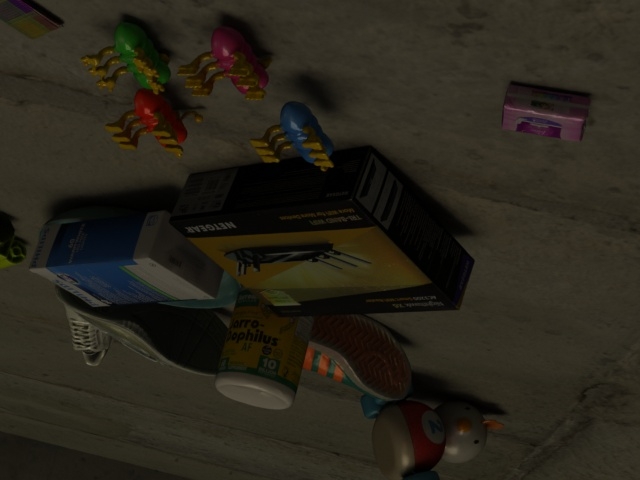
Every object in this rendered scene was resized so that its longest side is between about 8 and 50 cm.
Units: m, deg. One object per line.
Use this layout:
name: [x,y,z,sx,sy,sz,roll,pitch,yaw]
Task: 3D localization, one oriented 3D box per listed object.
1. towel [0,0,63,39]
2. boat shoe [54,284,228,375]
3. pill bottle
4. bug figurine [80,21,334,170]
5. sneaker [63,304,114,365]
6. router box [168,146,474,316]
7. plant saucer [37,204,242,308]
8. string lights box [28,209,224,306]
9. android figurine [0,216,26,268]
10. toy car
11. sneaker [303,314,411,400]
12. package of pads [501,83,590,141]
towel: [-0.319,-0.241,1.298,0.060,0.009,0.083,-8,148,45]
boat shoe: [-0.292,0.133,2.055,0.320,0.118,0.103,25,162,-14]
pill bottle: [-0.072,0.126,1.760,0.118,0.208,0.117,13,159,5]
bug figurine: [-0.116,-0.151,1.307,0.279,0.072,0.216,8,152,27]
sneaker: [-0.409,0.146,2.178,0.090,0.095,0.235,12,157,10]
router box: [0.000,0.000,1.549,0.309,0.081,0.243,-6,143,41]
plant saucer: [-0.266,0.022,1.857,0.318,0.043,0.317,13,158,5]
string lights box: [-0.271,0.030,1.720,0.260,0.076,0.133,-5,150,40]
android figurine: [-0.602,-0.011,1.968,0.248,0.056,0.273,27,154,-30]
toy car: [0.219,0.343,2.192,0.238,0.219,0.210,-12,161,-13]
sneaker: [0.011,0.163,1.951,0.302,0.108,0.121,35,152,-25]
package of pads: [0.221,-0.125,1.209,0.083,0.032,0.050,10,156,11]
